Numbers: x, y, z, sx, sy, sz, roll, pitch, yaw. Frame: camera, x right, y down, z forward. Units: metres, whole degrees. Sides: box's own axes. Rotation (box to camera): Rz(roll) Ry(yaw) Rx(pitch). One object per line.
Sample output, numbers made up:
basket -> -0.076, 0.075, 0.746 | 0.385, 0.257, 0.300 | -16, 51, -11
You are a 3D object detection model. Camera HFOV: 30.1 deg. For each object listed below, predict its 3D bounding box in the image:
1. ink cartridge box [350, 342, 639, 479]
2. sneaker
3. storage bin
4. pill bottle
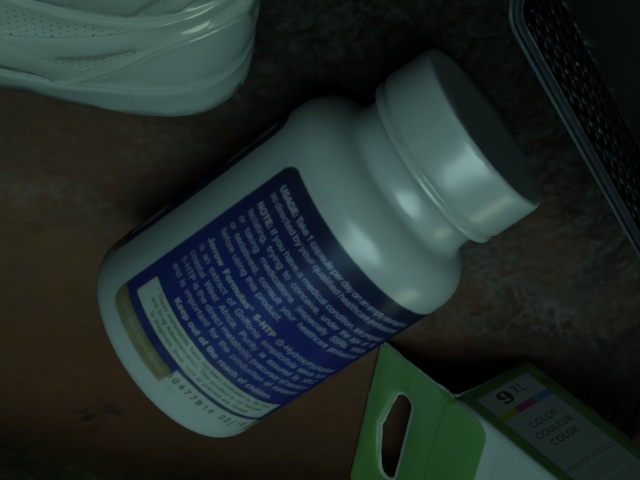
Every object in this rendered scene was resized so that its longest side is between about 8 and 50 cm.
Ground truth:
ink cartridge box -> 0.114, 0.141, 0.632 | 0.062, 0.209, 0.109 | -22, 135, -37
sneaker -> -0.161, -0.125, 0.430 | 0.292, 0.108, 0.169 | 1, 160, -9
storage bin -> 0.169, -0.075, 0.497 | 0.122, 0.084, 0.180 | -20, 122, 28
pill bottle -> 0.000, 0.000, 0.545 | 0.186, 0.112, 0.112 | -34, 116, 21
